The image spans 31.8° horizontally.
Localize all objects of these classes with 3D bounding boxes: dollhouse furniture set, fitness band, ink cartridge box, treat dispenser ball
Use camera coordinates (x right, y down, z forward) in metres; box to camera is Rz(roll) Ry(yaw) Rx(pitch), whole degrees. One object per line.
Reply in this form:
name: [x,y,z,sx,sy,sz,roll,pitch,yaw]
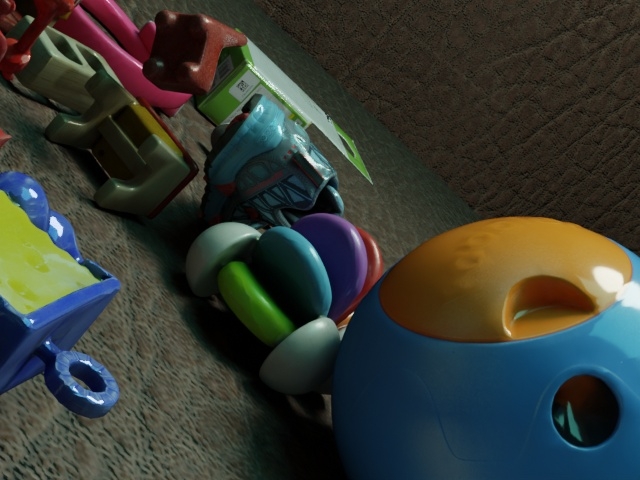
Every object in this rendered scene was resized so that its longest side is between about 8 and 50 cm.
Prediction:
dollhouse furniture set: [-0.188,-0.211,1.045,0.374,0.201,0.152,50,12,24]
fitness band: [-0.249,-0.249,1.320,0.209,0.054,0.291,34,15,-43]
ink cartridge box: [-0.055,-0.164,1.598,0.255,0.097,0.189,42,12,-22]
treat dispenser ball: [0.152,0.125,0.859,0.288,0.288,0.288,43,12,-11]

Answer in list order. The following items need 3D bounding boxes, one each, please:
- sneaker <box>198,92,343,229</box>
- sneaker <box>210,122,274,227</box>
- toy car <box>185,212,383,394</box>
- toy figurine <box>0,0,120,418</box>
sneaker: [-0.042,-0.038,1.064,0.125,0.104,0.262,37,-10,4]
sneaker: [-0.087,-0.084,1.312,0.158,0.061,0.065,51,19,27]
toy car: [-0.012,0.039,0.958,0.159,0.136,0.182,50,13,21]
toy figurine: [-0.163,-0.008,0.516,0.217,0.191,0.362,51,13,1]
